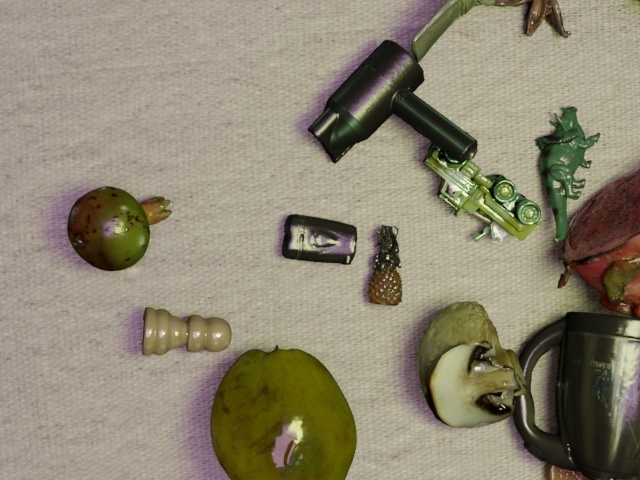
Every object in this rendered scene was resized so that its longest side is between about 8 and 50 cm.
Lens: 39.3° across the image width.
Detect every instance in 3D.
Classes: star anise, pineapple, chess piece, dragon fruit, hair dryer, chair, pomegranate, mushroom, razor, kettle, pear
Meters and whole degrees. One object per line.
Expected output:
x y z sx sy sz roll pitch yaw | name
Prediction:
0.434 -0.517 1.819 0.171 0.063 0.208 7 93 -3 | star anise
0.131 0.049 1.777 0.074 0.074 0.160 4 87 -7 | pineapple
-0.256 0.175 1.723 0.170 0.094 0.094 1 90 -13 | chess piece
0.648 0.031 1.739 0.314 0.296 0.263 -36 106 29 | dragon fruit
0.148 -0.212 1.706 0.302 0.116 0.244 41 87 27 | hair dryer
0.263 -0.518 1.738 0.319 0.160 0.186 -36 86 7 | chair
-0.377 -0.032 1.684 0.205 0.159 0.159 -26 94 -33 | pomegranate
0.280 0.233 1.752 0.189 0.164 0.267 -27 130 17 | mushroom
0.000 0.000 1.766 0.147 0.054 0.090 8 89 -8 | razor
0.536 0.310 1.753 0.320 0.228 0.324 6 84 16 | kettle
-0.069 0.356 1.668 0.268 0.269 0.322 -8 78 -7 | pear

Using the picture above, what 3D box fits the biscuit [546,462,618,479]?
0.534 0.465 1.838 0.170 0.050 0.170 1 80 -8 | biscuit

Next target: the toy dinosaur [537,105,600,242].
0.506 -0.133 1.806 0.119 0.079 0.292 -3 75 0 | toy dinosaur

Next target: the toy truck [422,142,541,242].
0.305 -0.092 1.773 0.259 0.128 0.135 43 99 -6 | toy truck
